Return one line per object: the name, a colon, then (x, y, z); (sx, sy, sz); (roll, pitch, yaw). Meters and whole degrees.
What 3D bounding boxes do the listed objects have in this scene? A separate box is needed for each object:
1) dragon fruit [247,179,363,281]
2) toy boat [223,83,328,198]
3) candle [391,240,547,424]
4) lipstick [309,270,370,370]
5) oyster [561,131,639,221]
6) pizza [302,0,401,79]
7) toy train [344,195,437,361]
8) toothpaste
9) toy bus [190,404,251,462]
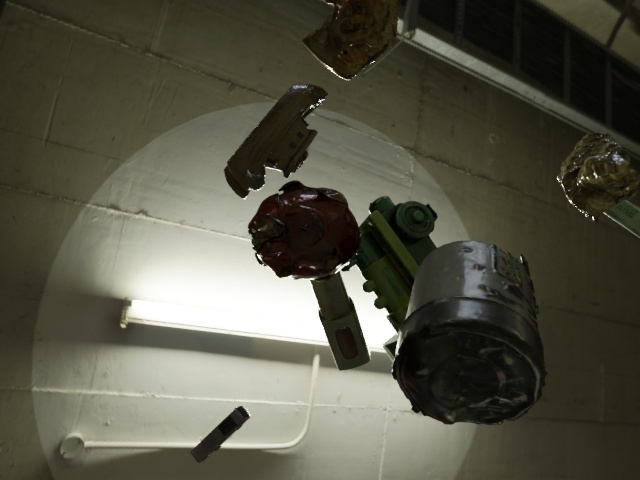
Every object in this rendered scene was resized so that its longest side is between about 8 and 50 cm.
dragon fruit: (0.000, 0.000, 0.596); (0.246, 0.125, 0.125); (33, -135, -60)
toy boat: (-0.073, -0.211, 0.899); (0.121, 0.089, 0.321); (35, -118, -4)
candle: (0.225, 0.101, 0.650); (0.187, 0.187, 0.330); (50, -146, -13)
lipstick: (0.033, 0.141, 0.878); (0.079, 0.077, 0.252); (-17, -65, 2)
oyster: (0.523, -0.113, 0.818); (0.166, 0.110, 0.341); (55, -150, 2)
pizza: (0.092, -0.517, 1.024); (0.189, 0.297, 0.071); (45, -138, -11)
toy train: (0.181, 0.087, 0.893); (0.237, 0.150, 0.369); (-31, -100, -22)
toothpaste: (0.744, -0.081, 1.092); (0.056, 0.058, 0.314); (-9, -135, -47)
toy bus: (-0.205, 0.397, 0.893); (0.131, 0.052, 0.037); (-43, -107, -5)
